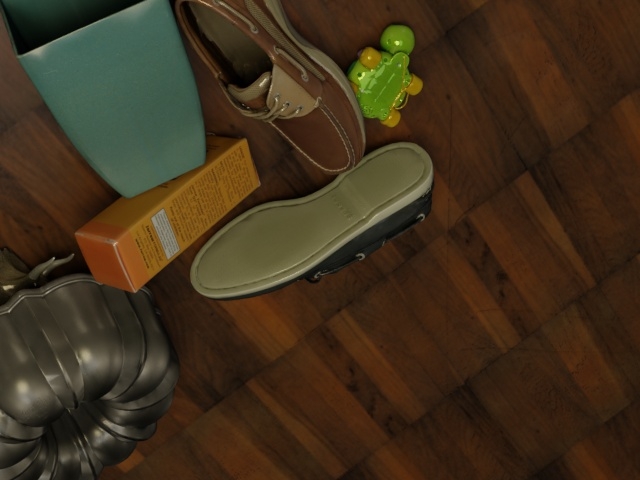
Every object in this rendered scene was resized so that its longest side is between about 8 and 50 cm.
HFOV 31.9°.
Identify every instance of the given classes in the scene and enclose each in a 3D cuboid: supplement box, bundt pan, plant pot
[{"bbox_3d":[-0.175,-0.039,1.328,0.233,0.078,0.080,-45,130,-34],"label":"supplement box"},{"bbox_3d":[-0.312,0.198,1.359,0.331,0.124,0.331,-29,149,-19],"label":"bundt pan"},{"bbox_3d":[-0.227,-0.177,1.259,0.165,0.165,0.234,-25,130,-6],"label":"plant pot"}]

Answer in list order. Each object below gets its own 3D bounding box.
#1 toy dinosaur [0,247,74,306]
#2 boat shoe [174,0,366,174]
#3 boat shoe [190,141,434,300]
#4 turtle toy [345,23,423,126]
[{"bbox_3d":[-0.459,0.083,1.352,0.313,0.121,0.160,0,104,-15],"label":"toy dinosaur"},{"bbox_3d":[-0.065,-0.190,1.311,0.123,0.116,0.324,-19,123,38],"label":"boat shoe"},{"bbox_3d":[-0.001,-0.003,1.453,0.340,0.127,0.113,-33,145,-4],"label":"boat shoe"},{"bbox_3d":[0.076,-0.210,1.401,0.095,0.066,0.130,28,103,-29],"label":"turtle toy"}]
